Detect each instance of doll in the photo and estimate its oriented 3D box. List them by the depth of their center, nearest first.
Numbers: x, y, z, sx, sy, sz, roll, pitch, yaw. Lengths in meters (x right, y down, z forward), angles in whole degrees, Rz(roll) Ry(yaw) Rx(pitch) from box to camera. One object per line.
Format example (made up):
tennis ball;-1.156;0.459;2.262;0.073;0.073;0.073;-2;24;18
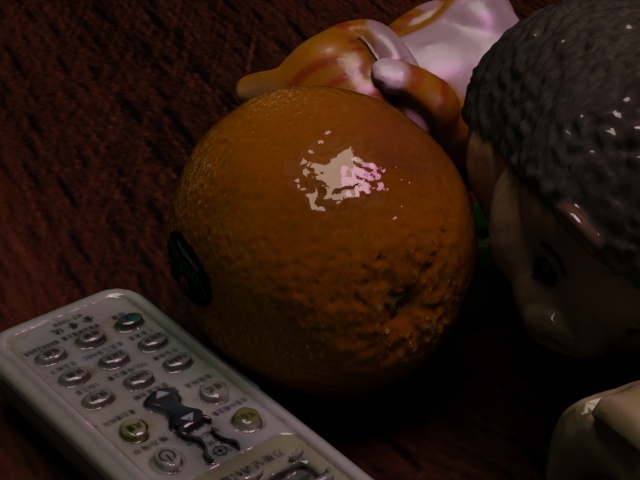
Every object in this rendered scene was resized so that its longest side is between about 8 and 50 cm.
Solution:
doll;0.208;-0.043;0.952;0.247;0.247;0.349;2;11;-2
doll;0.079;-0.129;1.278;0.269;0.162;0.167;-11;58;-30

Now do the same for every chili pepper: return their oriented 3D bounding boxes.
chili pepper;0.158;-0.010;1.172;0.100;0.074;0.257;28;41;30

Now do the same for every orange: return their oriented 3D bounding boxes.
orange;0.000;0.000;1.010;0.236;0.236;0.236;2;33;-1

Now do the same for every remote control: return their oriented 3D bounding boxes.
remote control;-0.083;0.140;0.928;0.128;0.065;0.335;-21;39;-35

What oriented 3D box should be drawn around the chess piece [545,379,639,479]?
chess piece;0.361;0.116;0.854;0.442;0.234;0.234;-14;36;-18
